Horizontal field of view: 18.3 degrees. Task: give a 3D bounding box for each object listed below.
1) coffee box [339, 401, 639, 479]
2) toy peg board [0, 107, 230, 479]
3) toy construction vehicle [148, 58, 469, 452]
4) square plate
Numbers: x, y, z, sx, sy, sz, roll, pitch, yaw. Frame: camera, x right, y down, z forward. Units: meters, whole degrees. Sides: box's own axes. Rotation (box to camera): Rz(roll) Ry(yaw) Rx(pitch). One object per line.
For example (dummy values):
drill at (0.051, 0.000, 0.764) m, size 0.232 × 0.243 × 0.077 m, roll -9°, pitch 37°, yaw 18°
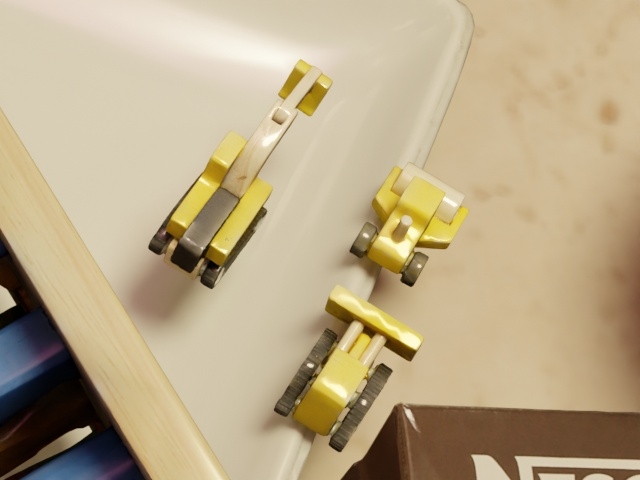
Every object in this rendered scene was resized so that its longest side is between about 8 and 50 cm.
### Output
coffee box at (0.153, 0.147, 0.560) m, size 0.297 × 0.119 × 0.168 m, roll 4°, pitch 61°, yaw -13°
toy peg board at (-0.088, 0.038, 0.489) m, size 0.079 × 0.160 × 0.161 m, roll -31°, pitch 73°, yaw -10°
toy construction vehicle at (0.000, 0.000, 0.594) m, size 0.086 × 0.035 × 0.098 m, roll 34°, pitch 59°, yaw 4°
square plate at (-0.162, -0.002, 0.603) m, size 0.347 × 0.049 × 0.344 m, roll 23°, pitch 60°, yaw -1°
